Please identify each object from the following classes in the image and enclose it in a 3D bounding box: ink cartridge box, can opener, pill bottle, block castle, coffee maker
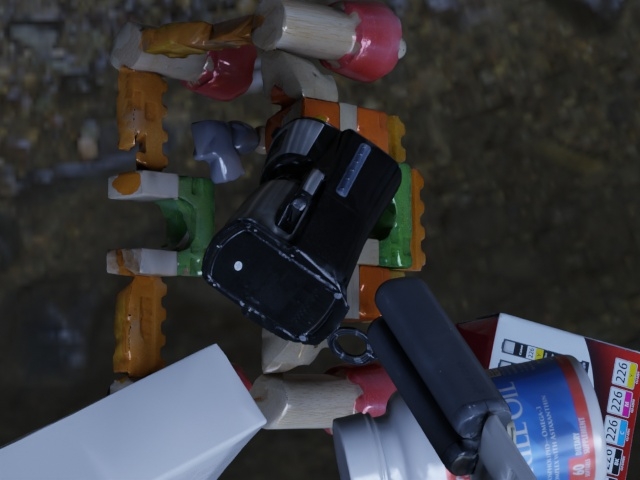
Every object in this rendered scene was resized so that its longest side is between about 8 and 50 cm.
[{"bbox_3d":[0.213,0.253,2.267,0.272,0.309,0.130,15,167,-18],"label":"ink cartridge box"},{"bbox_3d":[0.087,0.138,1.416,0.095,0.283,0.076,-8,131,-23],"label":"can opener"},{"bbox_3d":[0.128,0.179,1.682,0.221,0.124,0.124,-12,132,-7],"label":"pill bottle"},{"bbox_3d":[-0.052,-0.019,1.990,0.303,0.453,0.213,-5,173,43],"label":"block castle"},{"bbox_3d":[0.000,0.000,1.701,0.120,0.178,0.171,-22,115,37],"label":"coffee maker"}]

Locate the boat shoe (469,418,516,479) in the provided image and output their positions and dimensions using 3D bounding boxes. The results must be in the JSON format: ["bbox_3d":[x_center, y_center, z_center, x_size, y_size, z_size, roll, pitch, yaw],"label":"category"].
[{"bbox_3d":[0.151,0.213,1.583,0.043,0.137,0.049,-5,162,-18],"label":"boat shoe"}]

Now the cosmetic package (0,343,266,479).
[{"bbox_3d":[-0.151,0.141,1.045,0.239,0.060,0.099,-25,163,-34],"label":"cosmetic package"}]
